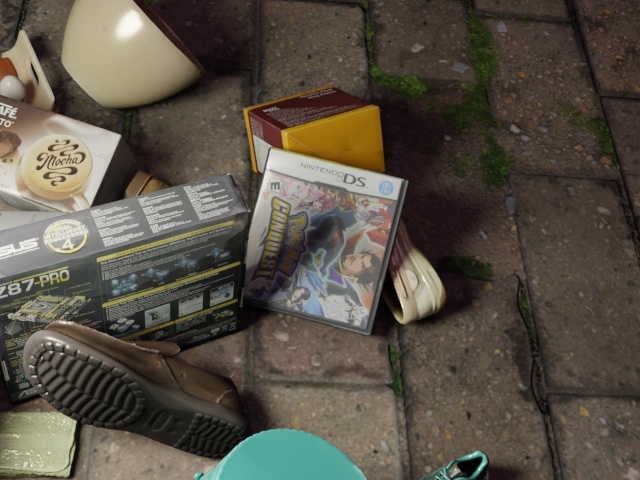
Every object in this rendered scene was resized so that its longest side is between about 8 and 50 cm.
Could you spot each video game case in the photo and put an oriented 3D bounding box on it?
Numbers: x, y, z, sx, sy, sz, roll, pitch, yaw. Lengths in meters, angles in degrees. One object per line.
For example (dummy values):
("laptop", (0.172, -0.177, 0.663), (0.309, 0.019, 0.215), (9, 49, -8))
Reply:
("video game case", (0.000, 0.000, 1.688), (0.248, 0.035, 0.275), (14, 91, 4))

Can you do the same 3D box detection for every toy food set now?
("toy food set", (-0.689, -0.297, 1.886), (0.306, 0.092, 0.220), (-17, 57, -21))

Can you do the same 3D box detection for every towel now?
("towel", (-0.446, 0.307, 1.490), (0.148, 0.027, 0.110), (2, 51, -7))

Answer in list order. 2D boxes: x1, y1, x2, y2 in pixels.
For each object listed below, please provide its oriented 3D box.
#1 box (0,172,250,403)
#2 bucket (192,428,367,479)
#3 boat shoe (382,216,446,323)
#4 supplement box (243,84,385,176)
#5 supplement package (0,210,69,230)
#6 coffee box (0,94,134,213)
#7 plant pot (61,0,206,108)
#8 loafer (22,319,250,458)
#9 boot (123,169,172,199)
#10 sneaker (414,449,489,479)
("box", (-0.309, 0.078, 1.507), (0.395, 0.318, 0.097), (-17, 56, -20))
("bucket", (-0.064, 0.403, 1.331), (0.281, 0.183, 0.281), (16, 47, -18))
("boat shoe", (0.103, 0.017, 1.758), (0.098, 0.109, 0.302), (-21, 64, -25))
("supplement box", (-0.013, -0.188, 1.835), (0.191, 0.129, 0.194), (-19, 28, -22))
("supplement package", (-0.536, 0.032, 1.593), (0.244, 0.134, 0.139), (0, 17, -9))
("coffee box", (-0.506, -0.140, 1.742), (0.297, 0.119, 0.168), (20, 76, 6))
("plant pot", (-0.387, -0.365, 1.907), (0.191, 0.284, 0.284), (-43, 63, 5))
("loafer", (-0.275, 0.213, 1.484), (0.366, 0.134, 0.130), (31, 30, -26))
("boot", (-0.319, 0.006, 1.704), (0.115, 0.112, 0.305), (24, 49, -3))
("sneaker", (0.192, 0.368, 1.510), (0.166, 0.076, 0.065), (-24, 58, -25))
